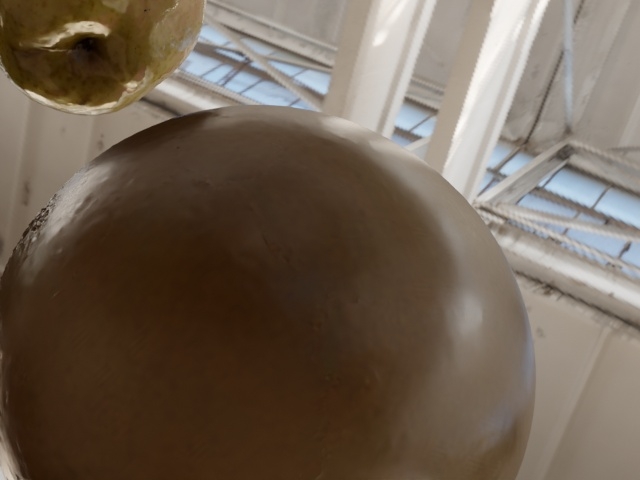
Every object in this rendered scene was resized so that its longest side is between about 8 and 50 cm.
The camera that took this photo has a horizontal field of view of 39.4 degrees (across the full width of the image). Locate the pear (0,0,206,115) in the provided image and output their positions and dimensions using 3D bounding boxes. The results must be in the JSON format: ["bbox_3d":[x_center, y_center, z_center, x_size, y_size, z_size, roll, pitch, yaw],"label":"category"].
[{"bbox_3d":[-0.164,-0.172,0.624,0.178,0.178,0.178,11,-68,28],"label":"pear"}]

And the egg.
[{"bbox_3d":[-0.027,0.070,0.495,0.282,0.351,0.283,-4,-103,19],"label":"egg"}]
